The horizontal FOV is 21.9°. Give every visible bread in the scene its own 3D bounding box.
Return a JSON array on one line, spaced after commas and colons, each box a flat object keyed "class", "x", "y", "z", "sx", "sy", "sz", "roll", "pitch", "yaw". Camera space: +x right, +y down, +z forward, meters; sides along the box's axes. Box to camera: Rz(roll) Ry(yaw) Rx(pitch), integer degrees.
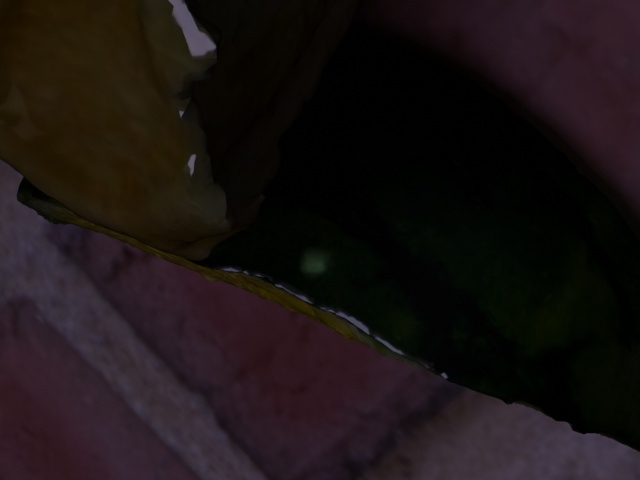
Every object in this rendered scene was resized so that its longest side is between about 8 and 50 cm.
[{"class": "bread", "x": -0.101, "y": -0.142, "z": 0.535, "sx": 0.252, "sy": 0.238, "sz": 0.196, "roll": 14, "pitch": 152, "yaw": 20}]

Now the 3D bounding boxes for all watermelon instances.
[{"class": "watermelon", "x": 0.000, "y": 0.000, "z": 0.616, "sx": 0.301, "sy": 0.123, "sz": 0.129, "roll": 20, "pitch": 144, "yaw": 27}]
